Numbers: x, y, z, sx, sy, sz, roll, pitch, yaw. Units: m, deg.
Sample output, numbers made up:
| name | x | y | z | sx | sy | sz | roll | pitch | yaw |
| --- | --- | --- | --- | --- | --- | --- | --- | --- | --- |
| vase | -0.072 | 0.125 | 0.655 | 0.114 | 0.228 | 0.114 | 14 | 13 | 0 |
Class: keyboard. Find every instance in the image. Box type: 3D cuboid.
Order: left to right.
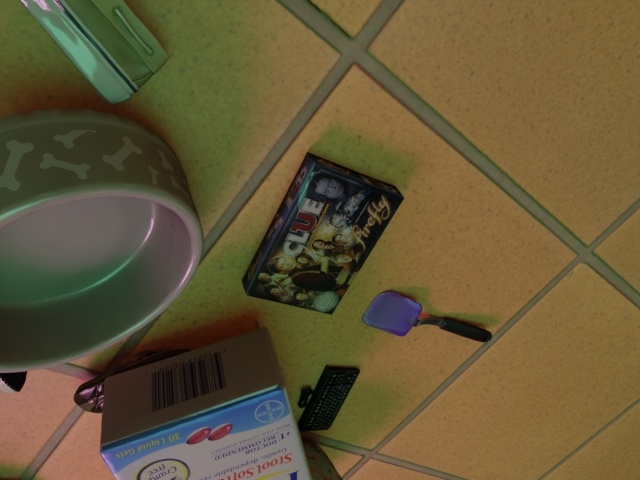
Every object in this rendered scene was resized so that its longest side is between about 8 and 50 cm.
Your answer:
| name | x | y | z | sx | sy | sz | roll | pitch | yaw |
| --- | --- | --- | --- | --- | --- | --- | --- | --- | --- |
| keyboard | 0.005 | 0.327 | 1.031 | 0.108 | 0.023 | 0.180 | 10 | 118 | -23 |

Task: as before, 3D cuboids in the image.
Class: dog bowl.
| name | x | y | z | sx | sy | sz | roll | pitch | yaw |
| --- | --- | --- | --- | --- | --- | --- | --- | --- | --- |
| dog bowl | -0.297 | 0.021 | 0.590 | 0.349 | 0.102 | 0.348 | -30 | 153 | -17 |

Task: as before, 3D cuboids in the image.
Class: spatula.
| name | x | y | z | sx | sy | sz | roll | pitch | yaw |
| --- | --- | --- | --- | --- | --- | --- | --- | --- | --- |
| spatula | 0.224 | 0.162 | 0.984 | 0.296 | 0.030 | 0.084 | 16 | 114 | -26 |

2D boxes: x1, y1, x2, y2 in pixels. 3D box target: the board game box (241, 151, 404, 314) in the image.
| name | x | y | z | sx | sy | sz | roll | pitch | yaw |
| --- | --- | --- | --- | --- | --- | --- | --- | --- | --- |
| board game box | 0.000 | 0.000 | 0.796 | 0.165 | 0.042 | 0.243 | 17 | 116 | -26 |

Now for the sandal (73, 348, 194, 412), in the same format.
| name | x | y | z | sx | sy | sz | roll | pitch | yaw |
| --- | --- | --- | --- | --- | --- | --- | --- | --- | --- |
| sandal | -0.297 | 0.224 | 0.841 | 0.219 | 0.060 | 0.090 | -21 | 123 | 2 |

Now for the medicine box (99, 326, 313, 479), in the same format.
| name | x | y | z | sx | sy | sz | roll | pitch | yaw |
| --- | --- | --- | --- | --- | --- | --- | --- | --- | --- |
| medicine box | -0.168 | 0.324 | 0.812 | 0.264 | 0.149 | 0.289 | -17 | 121 | -9 |

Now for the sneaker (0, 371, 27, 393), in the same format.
| name | x | y | z | sx | sy | sz | roll | pitch | yaw |
| --- | --- | --- | --- | --- | --- | --- | --- | --- | --- |
| sneaker | -0.512 | 0.173 | 0.747 | 0.075 | 0.057 | 0.161 | -14 | 129 | 12 |

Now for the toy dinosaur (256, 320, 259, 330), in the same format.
| name | x | y | z | sx | sy | sz | roll | pitch | yaw |
| --- | --- | --- | --- | --- | --- | --- | --- | --- | --- |
| toy dinosaur | -0.134 | 0.256 | 0.912 | 0.112 | 0.064 | 0.211 | 34 | 107 | -32 |

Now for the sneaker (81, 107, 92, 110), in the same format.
| name | x | y | z | sx | sy | sz | roll | pitch | yaw |
| --- | --- | --- | --- | --- | --- | --- | --- | --- | --- |
| sneaker | -0.315 | -0.052 | 0.639 | 0.235 | 0.090 | 0.095 | -43 | 140 | 17 |

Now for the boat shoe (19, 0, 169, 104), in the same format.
| name | x | y | z | sx | sy | sz | roll | pitch | yaw |
| --- | --- | --- | --- | --- | --- | --- | --- | --- | --- |
| boat shoe | -0.272 | -0.278 | 0.499 | 0.094 | 0.109 | 0.302 | -41 | 136 | -8 |

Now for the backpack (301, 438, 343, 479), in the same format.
| name | x | y | z | sx | sy | sz | roll | pitch | yaw |
| --- | --- | --- | --- | --- | --- | --- | --- | --- | --- |
| backpack | -0.082 | 0.501 | 0.999 | 0.254 | 0.225 | 0.191 | 22 | 92 | -24 |
